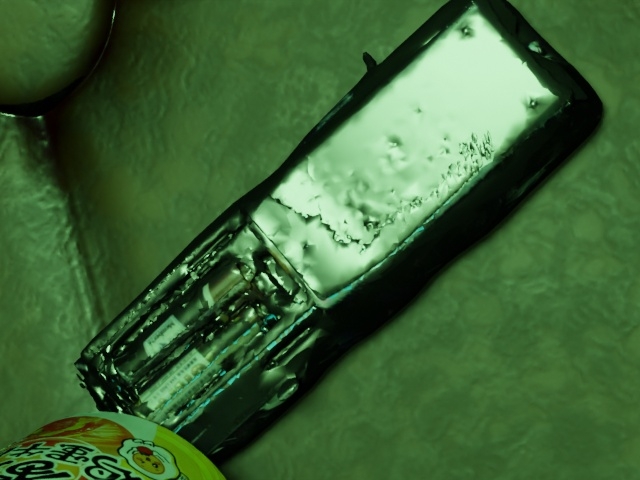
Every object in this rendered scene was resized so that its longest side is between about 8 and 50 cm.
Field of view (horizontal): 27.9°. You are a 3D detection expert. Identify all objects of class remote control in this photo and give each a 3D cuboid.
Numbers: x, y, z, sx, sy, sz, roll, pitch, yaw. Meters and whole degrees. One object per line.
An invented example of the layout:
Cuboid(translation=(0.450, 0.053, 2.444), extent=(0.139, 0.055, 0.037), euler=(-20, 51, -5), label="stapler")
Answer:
Cuboid(translation=(0.000, 0.000, 0.866), extent=(0.399, 0.062, 0.144), euler=(-43, 83, 10), label="remote control")

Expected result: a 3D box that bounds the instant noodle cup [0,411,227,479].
Cuboid(translation=(-0.164, 0.240, 0.806), extent=(0.264, 0.200, 0.264), euler=(6, 108, 19), label="instant noodle cup")
